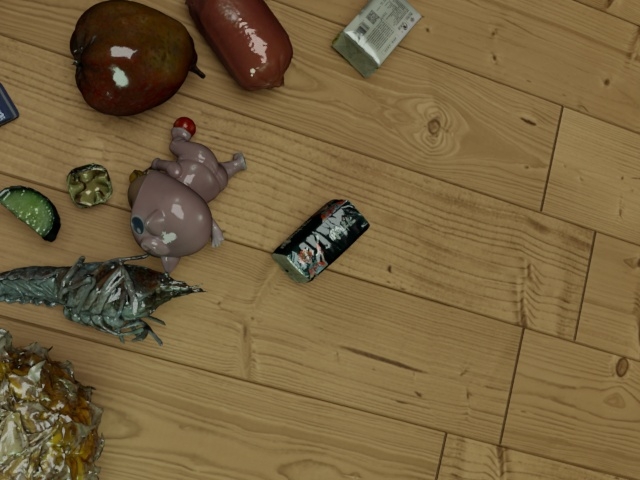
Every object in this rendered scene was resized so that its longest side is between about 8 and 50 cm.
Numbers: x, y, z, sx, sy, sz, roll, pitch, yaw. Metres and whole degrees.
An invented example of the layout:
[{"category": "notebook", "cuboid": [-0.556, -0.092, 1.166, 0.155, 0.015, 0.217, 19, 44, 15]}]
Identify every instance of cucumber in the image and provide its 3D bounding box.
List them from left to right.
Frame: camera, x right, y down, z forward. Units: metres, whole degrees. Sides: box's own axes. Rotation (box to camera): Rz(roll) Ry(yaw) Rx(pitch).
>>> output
[{"category": "cucumber", "cuboid": [-0.506, -0.055, 1.497, 0.116, 0.115, 0.062, 42, 78, -4]}]

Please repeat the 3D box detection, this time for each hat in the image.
[{"category": "hat", "cuboid": [-0.423, -0.102, 1.556, 0.077, 0.059, 0.076, -15, 103, -11]}]

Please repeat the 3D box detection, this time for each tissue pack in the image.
[{"category": "tissue pack", "cuboid": [0.000, 0.001, 1.637, 0.170, 0.103, 0.090, -45, 103, -15]}, {"category": "tissue pack", "cuboid": [0.112, -0.425, 1.719, 0.106, 0.099, 0.148, 42, 75, -9]}]

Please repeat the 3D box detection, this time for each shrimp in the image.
[{"category": "shrimp", "cuboid": [-0.414, 0.102, 1.479, 0.411, 0.221, 0.166, 9, 55, 4]}]

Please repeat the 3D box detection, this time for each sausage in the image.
[{"category": "sausage", "cuboid": [-0.149, -0.401, 1.625, 0.148, 0.148, 0.254, -31, 91, -17]}]

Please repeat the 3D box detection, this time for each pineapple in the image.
[{"category": "pineapple", "cuboid": [-0.504, 0.308, 1.314, 0.352, 0.300, 0.352, 4, 76, -15]}]

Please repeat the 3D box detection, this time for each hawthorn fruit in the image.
[{"category": "hawthorn fruit", "cuboid": [-0.328, -0.327, 1.551, 0.248, 0.208, 0.208, -3, 84, -32]}]

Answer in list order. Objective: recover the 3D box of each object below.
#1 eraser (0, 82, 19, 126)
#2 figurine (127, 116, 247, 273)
[{"category": "eraser", "cuboid": [-0.659, -0.209, 1.514, 0.225, 0.036, 0.082, -31, 92, -17]}, {"category": "figurine", "cuboid": [-0.260, -0.085, 1.569, 0.186, 0.176, 0.287, 7, 58, 27]}]
